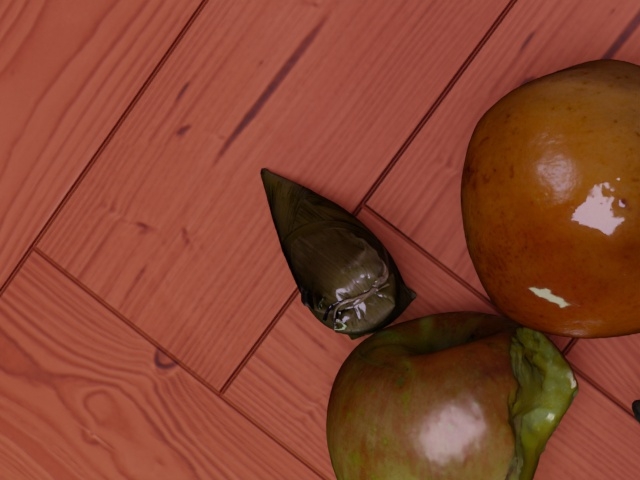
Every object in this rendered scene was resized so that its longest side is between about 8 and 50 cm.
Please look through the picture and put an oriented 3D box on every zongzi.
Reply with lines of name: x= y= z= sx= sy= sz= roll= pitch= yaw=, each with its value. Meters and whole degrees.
zongzi: x=-0.001 y=0.001 z=1.862 sx=0.094 sy=0.205 sz=0.204 roll=-36 pitch=85 yaw=3

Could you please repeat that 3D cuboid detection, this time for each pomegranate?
pomegranate: x=0.259 y=-0.037 z=1.775 sx=0.264 sy=0.264 sz=0.264 roll=2 pitch=97 yaw=12

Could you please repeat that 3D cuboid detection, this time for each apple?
apple: x=0.129 y=0.190 z=1.839 sx=0.246 sy=0.246 sz=0.226 roll=-5 pitch=106 yaw=13

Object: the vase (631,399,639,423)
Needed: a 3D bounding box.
vase: x=0.471 y=0.144 z=1.769 sx=0.245 sy=0.245 sz=0.291 roll=45 pitch=99 yaw=3
